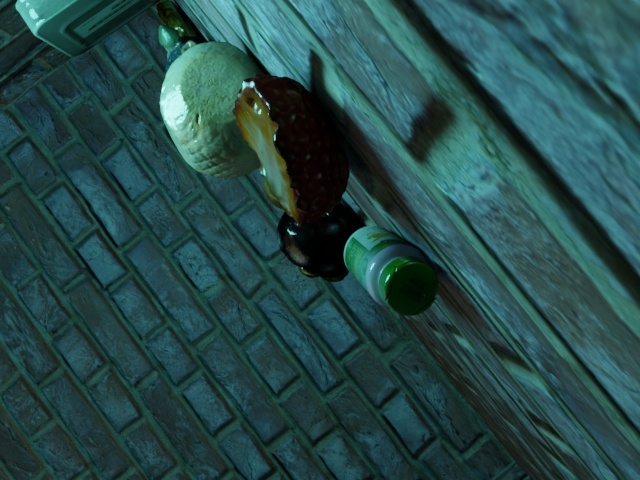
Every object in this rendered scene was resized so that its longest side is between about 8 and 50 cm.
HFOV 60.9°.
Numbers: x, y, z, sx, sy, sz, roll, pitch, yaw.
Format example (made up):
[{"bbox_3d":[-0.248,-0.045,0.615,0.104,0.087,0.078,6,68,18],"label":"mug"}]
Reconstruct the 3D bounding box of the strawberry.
[{"bbox_3d":[-0.039,-0.178,0.975,0.265,0.149,0.336,58,171,18],"label":"strawberry"}]

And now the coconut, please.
[{"bbox_3d":[-0.238,-0.306,1.307,0.329,0.329,0.329,52,179,1],"label":"coconut"}]

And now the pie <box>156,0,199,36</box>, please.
[{"bbox_3d":[-0.502,-0.757,2.081,0.288,0.103,0.355,52,175,4],"label":"pie"}]

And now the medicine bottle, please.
[{"bbox_3d":[0.141,0.059,1.113,0.133,0.133,0.274,52,180,-18],"label":"medicine bottle"}]

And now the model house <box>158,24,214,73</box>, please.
[{"bbox_3d":[-0.394,-0.526,1.725,0.298,0.243,0.284,39,169,25],"label":"model house"}]

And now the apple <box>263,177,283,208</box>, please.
[{"bbox_3d":[-0.126,-0.212,2.161,0.188,0.188,0.174,51,-177,36],"label":"apple"}]

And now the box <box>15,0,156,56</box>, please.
[{"bbox_3d":[-0.638,-0.706,1.588,0.111,0.396,0.396,55,179,-10],"label":"box"}]

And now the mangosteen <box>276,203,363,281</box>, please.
[{"bbox_3d":[0.002,-0.005,1.665,0.287,0.233,0.287,27,168,6],"label":"mangosteen"}]
